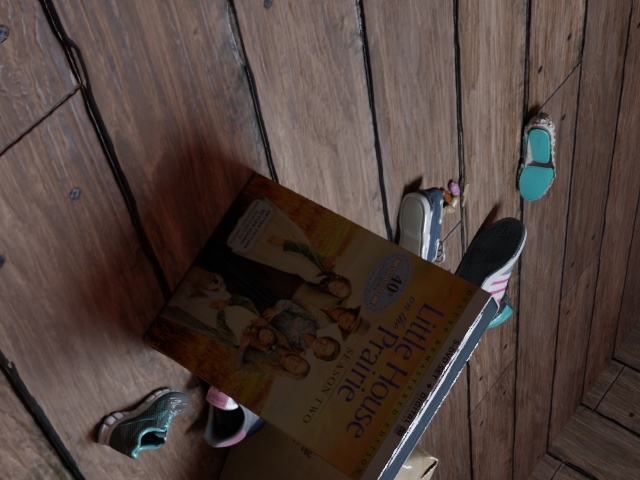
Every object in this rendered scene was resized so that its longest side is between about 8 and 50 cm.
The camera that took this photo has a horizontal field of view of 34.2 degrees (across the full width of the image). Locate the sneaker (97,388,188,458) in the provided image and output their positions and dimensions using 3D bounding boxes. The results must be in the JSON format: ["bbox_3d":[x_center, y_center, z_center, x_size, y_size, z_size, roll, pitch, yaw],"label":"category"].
[{"bbox_3d":[-0.251,0.280,1.558,0.166,0.076,0.065,-26,136,-48],"label":"sneaker"}]

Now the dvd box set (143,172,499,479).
[{"bbox_3d":[-0.008,0.117,1.452,0.307,0.420,0.062,-56,151,-9],"label":"dvd box set"}]

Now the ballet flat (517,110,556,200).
[{"bbox_3d":[0.503,-0.196,2.383,0.241,0.091,0.077,88,18,-48],"label":"ballet flat"}]

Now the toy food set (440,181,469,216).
[{"bbox_3d":[0.257,-0.084,2.138,0.122,0.019,0.078,-21,132,-41],"label":"toy food set"}]

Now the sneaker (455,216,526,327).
[{"bbox_3d":[0.404,0.094,2.419,0.295,0.124,0.178,-56,147,6],"label":"sneaker"}]

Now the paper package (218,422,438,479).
[{"bbox_3d":[0.000,0.424,1.811,0.168,0.325,0.309,5,112,-45],"label":"paper package"}]

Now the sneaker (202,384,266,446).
[{"bbox_3d":[-0.122,0.205,1.667,0.131,0.112,0.319,-34,140,-46],"label":"sneaker"}]

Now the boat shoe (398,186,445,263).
[{"bbox_3d":[0.194,0.013,2.045,0.079,0.095,0.254,-19,122,-37],"label":"boat shoe"}]
